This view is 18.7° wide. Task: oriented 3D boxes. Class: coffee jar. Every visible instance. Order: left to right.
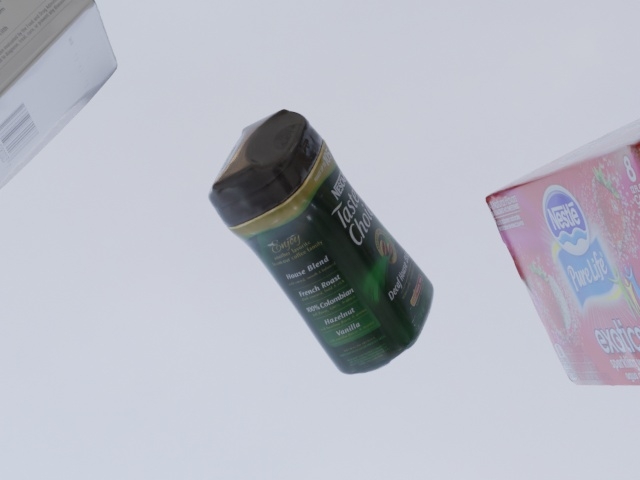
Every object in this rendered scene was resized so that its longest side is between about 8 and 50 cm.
[{"bbox_3d":[0.000,0.000,1.382,0.079,0.184,0.096,-25,-155,31],"label":"coffee jar"}]

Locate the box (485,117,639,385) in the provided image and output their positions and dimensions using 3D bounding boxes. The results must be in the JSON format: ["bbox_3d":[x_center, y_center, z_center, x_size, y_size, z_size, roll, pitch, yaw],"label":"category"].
[{"bbox_3d":[0.190,-0.006,0.971,0.128,0.123,0.257,-26,-179,-10],"label":"box"}]

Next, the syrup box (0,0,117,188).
[{"bbox_3d":[-0.212,-0.139,0.903,0.237,0.093,0.096,42,-100,10],"label":"syrup box"}]
